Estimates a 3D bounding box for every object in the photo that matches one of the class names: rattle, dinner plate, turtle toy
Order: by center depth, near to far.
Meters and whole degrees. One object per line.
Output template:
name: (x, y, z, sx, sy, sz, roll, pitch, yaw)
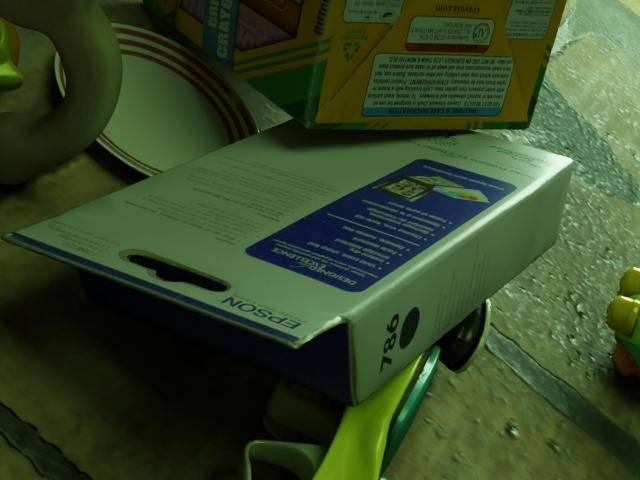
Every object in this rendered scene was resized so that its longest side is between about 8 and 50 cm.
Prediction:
rattle: (-0.131, -0.132, 0.687, 0.130, 0.199, 0.143, 40, 33, 1)
dinner plate: (-0.099, -0.078, 0.822, 0.141, 0.017, 0.141, 25, 35, -19)
turtle toy: (0.247, 0.065, 0.941, 0.095, 0.066, 0.130, 20, 28, 14)

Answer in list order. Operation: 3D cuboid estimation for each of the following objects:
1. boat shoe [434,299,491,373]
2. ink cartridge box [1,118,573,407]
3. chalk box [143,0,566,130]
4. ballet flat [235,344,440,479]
boat shoe: (0.074, 0.032, 0.831, 0.042, 0.049, 0.133, 31, 27, -20)
ink cartridge box: (0.000, 0.000, 0.725, 0.165, 0.065, 0.333, 20, 25, 26)
chalk box: (0.006, -0.206, 0.873, 0.180, 0.179, 0.289, -4, 29, -33)
ballet flat: (0.003, 0.106, 0.659, 0.077, 0.077, 0.231, 24, 36, 1)
